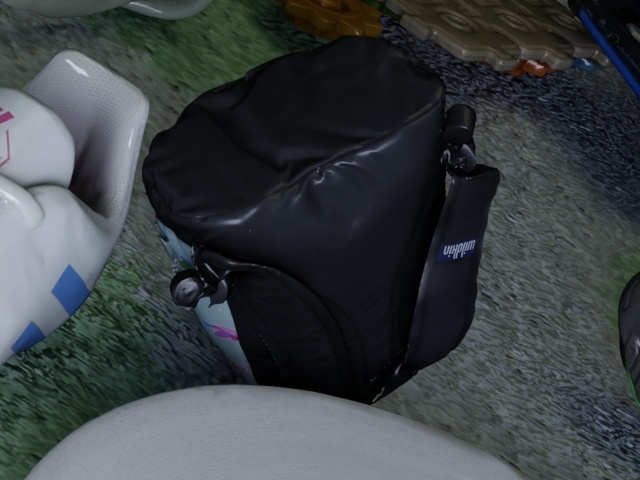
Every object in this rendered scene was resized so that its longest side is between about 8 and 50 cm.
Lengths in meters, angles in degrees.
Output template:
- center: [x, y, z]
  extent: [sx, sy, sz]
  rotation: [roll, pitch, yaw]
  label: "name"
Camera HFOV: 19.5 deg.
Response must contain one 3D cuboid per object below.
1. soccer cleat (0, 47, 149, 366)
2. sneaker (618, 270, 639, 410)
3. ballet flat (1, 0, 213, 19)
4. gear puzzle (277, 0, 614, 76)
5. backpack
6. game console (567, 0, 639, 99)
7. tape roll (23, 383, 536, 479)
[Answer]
- center: [-0.164, 0.014, 0.690]
  extent: [0.116, 0.143, 0.331]
  rotation: [34, 28, 2]
  label: "soccer cleat"
- center: [0.297, 0.097, 1.093]
  extent: [0.343, 0.134, 0.146]
  rotation: [28, 20, -29]
  label: "sneaker"
- center: [-0.204, -0.194, 1.023]
  extent: [0.400, 0.139, 0.139]
  rotation: [3, 40, -44]
  label: "ballet flat"
- center: [0.080, -0.157, 1.336]
  extent: [0.175, 0.044, 0.339]
  rotation: [39, 26, 26]
  label: "gear puzzle"
- center: [0.000, 0.000, 0.856]
  extent: [0.152, 0.182, 0.115]
  rotation: [-23, 52, -7]
  label: "backpack"
- center: [0.339, -0.151, 1.395]
  extent: [0.293, 0.173, 0.250]
  rotation: [27, 26, -44]
  label: "game console"
- center: [0.041, 0.211, 0.668]
  extent: [0.392, 0.072, 0.392]
  rotation: [26, 29, -15]
  label: "tape roll"
